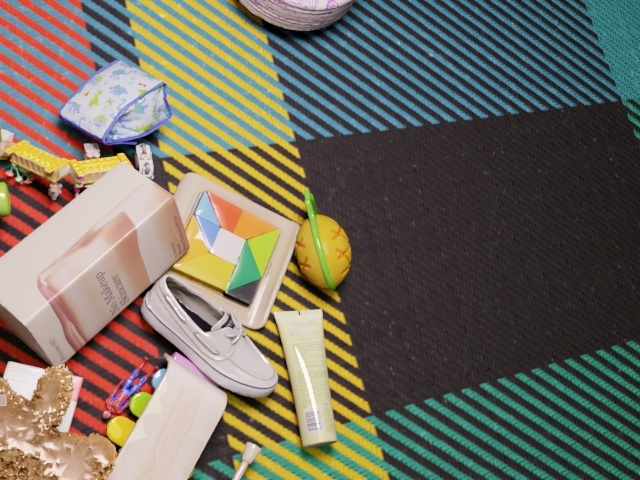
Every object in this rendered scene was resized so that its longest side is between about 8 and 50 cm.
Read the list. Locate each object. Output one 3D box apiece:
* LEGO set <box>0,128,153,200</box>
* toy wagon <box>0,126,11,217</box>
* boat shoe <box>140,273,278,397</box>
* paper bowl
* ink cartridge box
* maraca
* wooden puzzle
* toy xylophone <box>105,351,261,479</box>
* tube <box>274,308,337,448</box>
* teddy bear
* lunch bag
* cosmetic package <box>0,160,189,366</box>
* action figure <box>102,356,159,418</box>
[{"bbox_3d":[-0.428,-0.104,1.293,0.286,0.107,0.132,3,37,-15],"label":"LEGO set"},{"bbox_3d":[-0.616,-0.068,1.160,0.267,0.068,0.345,-8,90,-18],"label":"toy wagon"},{"bbox_3d":[-0.172,0.155,1.274,0.267,0.088,0.096,40,33,1],"label":"boat shoe"},{"bbox_3d":[-0.054,-0.551,1.527,0.284,0.148,0.284,7,70,-18],"label":"paper bowl"},{"bbox_3d":[-0.442,0.295,1.153,0.115,0.067,0.198,16,68,-15],"label":"ink cartridge box"},{"bbox_3d":[0.000,0.000,1.384,0.099,0.127,0.186,-15,82,2],"label":"maraca"},{"bbox_3d":[-0.172,0.015,1.357,0.238,0.044,0.221,25,66,-11],"label":"wooden puzzle"},{"bbox_3d":[-0.241,0.350,1.198,0.236,0.081,0.323,45,62,-15],"label":"toy xylophone"},{"bbox_3d":[-0.019,0.237,1.338,0.070,0.062,0.240,26,49,-59],"label":"tube"},{"bbox_3d":[-0.454,0.271,1.067,0.337,0.113,0.245,21,48,-12],"label":"teddy bear"},{"bbox_3d":[-0.354,-0.227,1.317,0.128,0.096,0.151,28,51,29],"label":"lunch bag"},{"bbox_3d":[-0.362,0.036,1.203,0.129,0.153,0.296,33,63,24],"label":"cosmetic package"},{"bbox_3d":[-0.312,0.242,1.241,0.038,0.030,0.115,42,66,-8],"label":"action figure"}]
